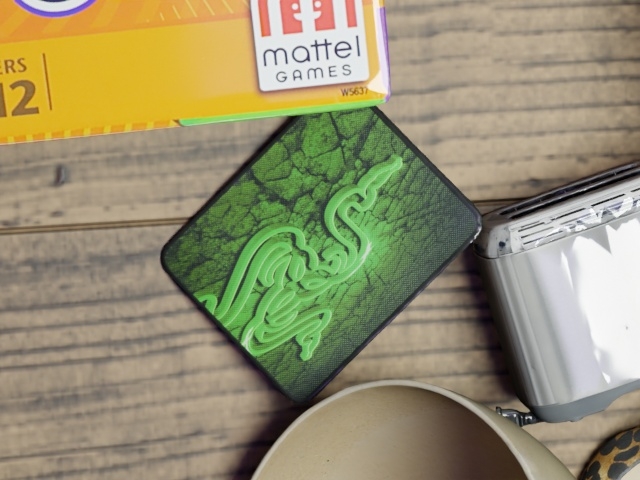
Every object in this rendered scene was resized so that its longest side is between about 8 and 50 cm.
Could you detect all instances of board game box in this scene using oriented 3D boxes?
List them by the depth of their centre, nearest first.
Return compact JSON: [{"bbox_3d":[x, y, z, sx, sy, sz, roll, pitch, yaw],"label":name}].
[{"bbox_3d":[-0.158,-0.245,0.964,0.356,0.356,0.356,-6,98,1],"label":"board game box"}]

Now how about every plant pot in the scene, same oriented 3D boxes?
[{"bbox_3d":[0.096,0.250,1.164,0.191,0.284,0.284,18,93,-46],"label":"plant pot"}]

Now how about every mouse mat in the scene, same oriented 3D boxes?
[{"bbox_3d":[0.000,0.000,1.195,0.190,0.007,0.152,-45,82,4],"label":"mouse mat"}]

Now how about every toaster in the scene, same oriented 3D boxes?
[{"bbox_3d":[0.203,0.033,1.211,0.227,0.129,0.146,-20,95,-1],"label":"toaster"}]

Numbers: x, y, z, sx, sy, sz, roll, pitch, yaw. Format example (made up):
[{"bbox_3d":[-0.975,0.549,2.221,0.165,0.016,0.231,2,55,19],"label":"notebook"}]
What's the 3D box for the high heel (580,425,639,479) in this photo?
[{"bbox_3d":[0.267,0.184,1.206,0.093,0.186,0.261,39,88,-12],"label":"high heel"}]
